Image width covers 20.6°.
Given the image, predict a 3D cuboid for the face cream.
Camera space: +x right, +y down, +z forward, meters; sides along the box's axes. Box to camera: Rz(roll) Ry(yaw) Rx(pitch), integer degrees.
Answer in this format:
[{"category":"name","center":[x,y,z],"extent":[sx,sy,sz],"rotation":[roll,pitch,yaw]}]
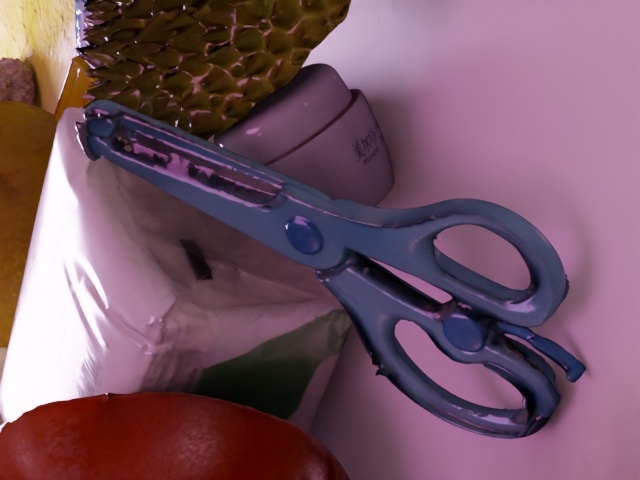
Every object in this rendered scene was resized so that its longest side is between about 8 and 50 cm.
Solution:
[{"category":"face cream","center":[-0.011,-0.061,1.261],"extent":[0.104,0.117,0.117],"rotation":[58,155,-14]}]

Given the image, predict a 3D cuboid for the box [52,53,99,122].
[{"category":"box","center":[-0.184,-0.092,1.623],"extent":[0.155,0.023,0.087],"rotation":[46,143,15]}]

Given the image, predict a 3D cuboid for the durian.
[{"category":"durian","center":[-0.060,-0.167,1.248],"extent":[0.352,0.169,0.158],"rotation":[-30,88,43]}]

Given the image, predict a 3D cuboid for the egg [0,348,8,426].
[{"category":"egg","center":[-0.425,0.199,2.024],"extent":[0.241,0.186,0.186],"rotation":[-52,53,54]}]

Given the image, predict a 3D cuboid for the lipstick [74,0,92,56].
[{"category":"lipstick","center":[-0.208,-0.202,1.662],"extent":[0.048,0.048,0.157],"rotation":[25,119,57]}]

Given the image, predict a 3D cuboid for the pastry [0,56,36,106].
[{"category":"pastry","center":[-0.355,-0.063,1.904],"extent":[0.103,0.112,0.265],"rotation":[-7,93,50]}]

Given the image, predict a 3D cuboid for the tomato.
[{"category":"tomato","center":[-0.118,0.269,1.327],"extent":[0.143,0.338,0.338],"rotation":[-87,12,-48]}]

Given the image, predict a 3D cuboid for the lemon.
[{"category":"lemon","center":[-0.319,-0.009,1.734],"extent":[0.228,0.228,0.253],"rotation":[1,102,61]}]

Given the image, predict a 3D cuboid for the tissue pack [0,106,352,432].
[{"category":"tissue pack","center":[-0.132,0.091,1.454],"extent":[0.266,0.194,0.356],"rotation":[61,145,38]}]

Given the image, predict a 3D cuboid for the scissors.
[{"category":"scissors","center":[0.000,0.000,1.172],"extent":[0.393,0.032,0.180],"rotation":[27,131,19]}]
